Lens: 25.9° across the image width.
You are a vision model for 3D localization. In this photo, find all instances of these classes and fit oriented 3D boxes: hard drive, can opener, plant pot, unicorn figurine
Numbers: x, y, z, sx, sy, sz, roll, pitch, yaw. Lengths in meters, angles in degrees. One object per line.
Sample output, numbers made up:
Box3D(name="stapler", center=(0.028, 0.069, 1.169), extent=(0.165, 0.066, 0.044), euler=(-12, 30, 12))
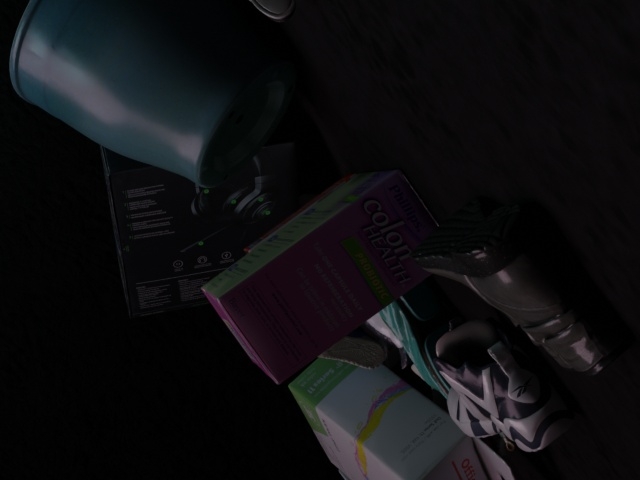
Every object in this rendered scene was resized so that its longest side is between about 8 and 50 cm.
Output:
Box3D(name="hard drive", center=(-0.048, -0.098, 2.044), extent=(0.255, 0.054, 0.172), euler=(59, 172, -32))
Box3D(name="can opener", center=(0.136, 0.187, 2.002), extent=(0.095, 0.076, 0.283), euler=(35, 158, 29))
Box3D(name="plant pot", center=(-0.179, -0.204, 1.643), extent=(0.255, 0.272, 0.271), euler=(38, 169, 14))
Box3D(name="unicorn figurine", center=(0.233, 0.233, 1.806), extent=(0.111, 0.060, 0.162), euler=(-114, 4, -78))

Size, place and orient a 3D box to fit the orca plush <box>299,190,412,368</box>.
Box3D(name="orca plush", center=(0.080, 0.038, 1.878), extent=(0.287, 0.102, 0.151), euler=(38, 120, 34))

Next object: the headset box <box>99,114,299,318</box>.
Box3D(name="headset box", center=(-0.159, -0.056, 1.854), extent=(0.131, 0.246, 0.283), euler=(-110, 12, -45))

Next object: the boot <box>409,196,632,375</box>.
Box3D(name="boot", center=(0.171, 0.049, 1.220), extent=(0.161, 0.083, 0.246), euler=(49, 175, -9))

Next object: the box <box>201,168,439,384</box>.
Box3D(name="box", center=(0.002, 0.036, 1.574), extent=(0.117, 0.243, 0.213), euler=(54, 173, -7))

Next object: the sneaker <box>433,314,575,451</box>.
Box3D(name="sneaker", center=(0.178, 0.143, 1.553), extent=(0.153, 0.094, 0.235), euler=(57, 173, -11))

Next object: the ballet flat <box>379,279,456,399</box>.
Box3D(name="ballet flat", center=(0.132, 0.117, 1.743), extent=(0.247, 0.083, 0.087), euler=(58, 151, 12))

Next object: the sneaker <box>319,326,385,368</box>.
Box3D(name="sneaker", center=(0.010, 0.128, 1.899), extent=(0.152, 0.058, 0.084), euler=(20, -176, -20))

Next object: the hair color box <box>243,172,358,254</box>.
Box3D(name="hair color box", center=(0.000, 0.000, 1.730), extent=(0.093, 0.167, 0.053), euler=(54, 173, -7))

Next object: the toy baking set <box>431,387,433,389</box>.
Box3D(name="toy baking set", center=(0.124, 0.131, 2.142), extent=(0.256, 0.030, 0.197), euler=(54, 176, -3))

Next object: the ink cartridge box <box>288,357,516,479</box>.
Box3D(name="ink cartridge box", center=(0.128, 0.308, 1.933), extent=(0.353, 0.119, 0.207), euler=(34, 158, 45))

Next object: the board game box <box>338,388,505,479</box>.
Box3D(name="board game box", center=(0.178, 0.389, 2.217), extent=(0.097, 0.224, 0.303), euler=(45, 170, 38))

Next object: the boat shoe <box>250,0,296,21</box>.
Box3D(name="boat shoe", center=(-0.056, -0.252, 1.380), extent=(0.125, 0.046, 0.038), euler=(53, 174, 37))
